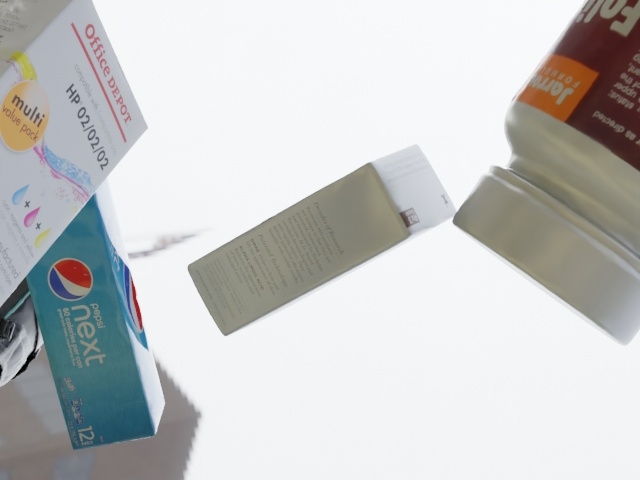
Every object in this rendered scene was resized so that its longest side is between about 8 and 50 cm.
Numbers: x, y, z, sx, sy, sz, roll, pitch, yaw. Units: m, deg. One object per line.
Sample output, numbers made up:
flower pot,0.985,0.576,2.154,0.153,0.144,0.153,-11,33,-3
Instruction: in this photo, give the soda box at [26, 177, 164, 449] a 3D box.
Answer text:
soda box,-0.184,0.056,1.292,0.067,0.071,0.210,-84,163,-71

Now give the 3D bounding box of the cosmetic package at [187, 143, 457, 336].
cosmetic package,0.000,0.000,1.524,0.231,0.117,0.085,-31,-93,28

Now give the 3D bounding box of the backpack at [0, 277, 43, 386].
backpack,-0.333,0.064,1.605,0.144,0.166,0.188,31,-26,9

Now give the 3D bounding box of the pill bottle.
pill bottle,0.301,-0.120,1.399,0.392,0.224,0.224,-54,-134,1

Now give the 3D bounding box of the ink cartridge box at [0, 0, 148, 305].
ink cartridge box,-0.155,-0.066,0.836,0.061,0.181,0.104,16,-35,30
